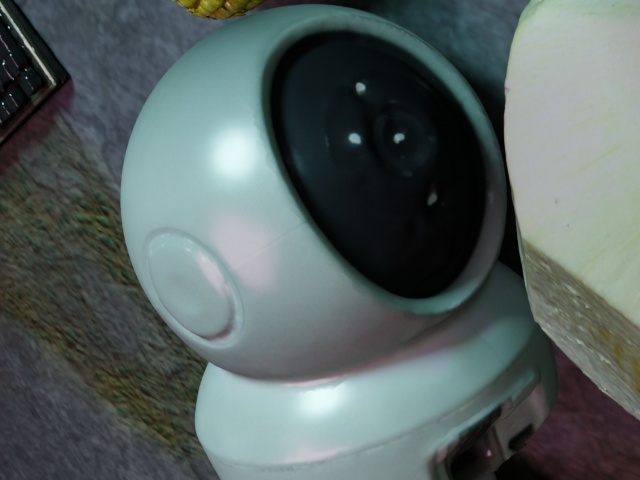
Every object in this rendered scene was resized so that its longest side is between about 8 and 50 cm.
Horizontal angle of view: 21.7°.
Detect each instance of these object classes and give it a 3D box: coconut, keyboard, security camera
[{"bbox_3d":[0.173,-0.032,0.588,0.237,0.236,0.197,-33,61,52],"label":"coconut"},{"bbox_3d":[-0.271,-0.079,1.168,0.106,0.027,0.317,54,142,-2],"label":"keyboard"},{"bbox_3d":[0.000,0.000,0.825,0.194,0.194,0.236,0,117,45],"label":"security camera"}]

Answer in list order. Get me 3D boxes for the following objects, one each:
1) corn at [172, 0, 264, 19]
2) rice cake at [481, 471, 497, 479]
[{"bbox_3d":[-0.014,-0.169,0.800,0.203,0.072,0.072,-27,99,50],"label":"corn"},{"bbox_3d":[0.106,0.237,0.971,0.189,0.037,0.198,53,152,43],"label":"rice cake"}]
